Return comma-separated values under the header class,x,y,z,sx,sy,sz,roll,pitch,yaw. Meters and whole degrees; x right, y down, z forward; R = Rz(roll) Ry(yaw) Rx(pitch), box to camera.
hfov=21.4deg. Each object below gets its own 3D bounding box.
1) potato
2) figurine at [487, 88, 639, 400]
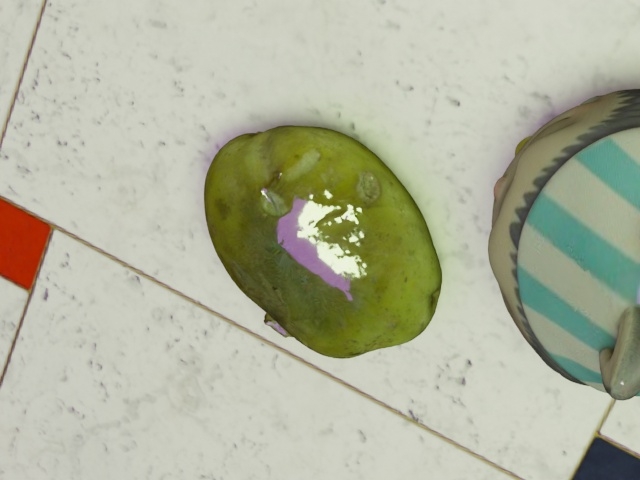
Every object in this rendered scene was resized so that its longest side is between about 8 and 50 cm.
class,x,y,z,sx,sy,sz,roll,pitch,yaw
potato,-0.001,0.001,1.556,0.197,0.148,0.228,-10,108,39
figurine,0.265,0.076,1.349,0.266,0.377,0.361,-31,95,31
